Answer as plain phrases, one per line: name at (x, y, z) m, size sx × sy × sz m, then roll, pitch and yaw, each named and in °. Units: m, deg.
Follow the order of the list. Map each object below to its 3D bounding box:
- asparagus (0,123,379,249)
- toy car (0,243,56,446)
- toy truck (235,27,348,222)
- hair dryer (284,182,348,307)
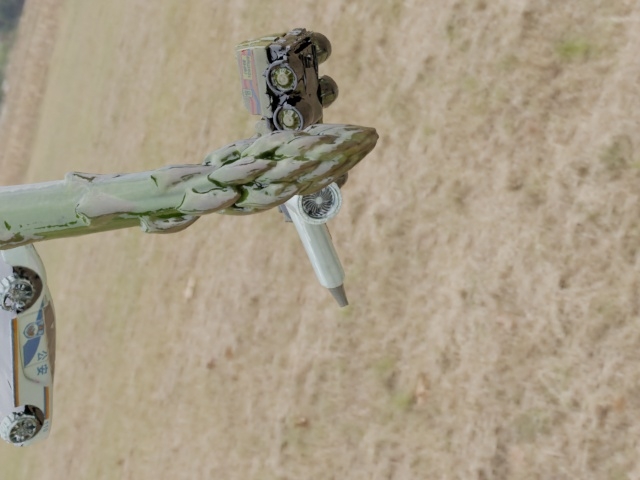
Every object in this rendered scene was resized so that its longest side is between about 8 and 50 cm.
asparagus at (-0.091, -0.013, 0.353) m, size 0.236 × 0.027 × 0.034 m, roll -6°, pitch 35°, yaw 25°
toy car at (-0.227, 0.059, 0.714) m, size 0.095 × 0.056 × 0.205 m, roll 35°, pitch 128°, yaw 40°
toy truck at (-0.046, -0.154, 1.355) m, size 0.127 × 0.127 × 0.257 m, roll -53°, pitch -43°, yaw -55°
hair dryer at (0.003, 0.004, 0.896) m, size 0.044 × 0.183 × 0.155 m, roll -30°, pitch 24°, yaw -7°
